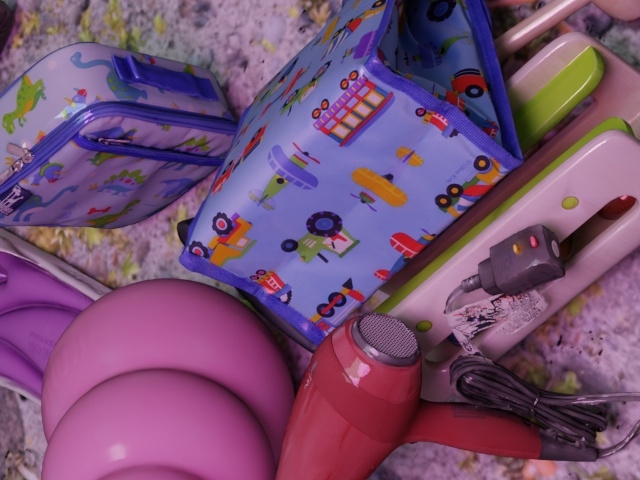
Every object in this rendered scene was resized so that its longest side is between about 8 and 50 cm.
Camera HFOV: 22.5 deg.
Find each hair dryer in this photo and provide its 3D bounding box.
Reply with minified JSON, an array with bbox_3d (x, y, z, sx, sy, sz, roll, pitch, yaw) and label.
[{"bbox_3d":[0.084,0.134,1.138,0.293,0.224,0.080,-26,31,14],"label":"hair dryer"}]

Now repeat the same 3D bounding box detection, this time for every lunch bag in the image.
[{"bbox_3d":[-0.179,-0.083,1.345,0.176,0.219,0.090,-35,70,25],"label":"lunch bag"},{"bbox_3d":[0.020,-0.108,1.213,0.221,0.138,0.293,-44,26,30],"label":"lunch bag"}]

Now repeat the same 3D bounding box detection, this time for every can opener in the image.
[{"bbox_3d":[-0.047,0.037,1.325,0.186,0.073,0.059,41,138,37],"label":"can opener"}]

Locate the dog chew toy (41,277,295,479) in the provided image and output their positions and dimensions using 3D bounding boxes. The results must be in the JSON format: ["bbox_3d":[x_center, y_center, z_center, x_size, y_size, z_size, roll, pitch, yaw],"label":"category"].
[{"bbox_3d":[-0.123,0.172,1.233,0.206,0.332,0.207,0,119,0],"label":"dog chew toy"}]

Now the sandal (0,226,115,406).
[{"bbox_3d":[-0.330,0.063,1.501,0.416,0.102,0.169,10,92,33],"label":"sandal"}]

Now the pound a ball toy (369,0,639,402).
[{"bbox_3d":[0.155,-0.046,1.200,0.319,0.135,0.208,-43,36,26],"label":"pound a ball toy"}]

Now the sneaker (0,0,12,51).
[{"bbox_3d":[-0.400,-0.185,1.573,0.227,0.087,0.130,-41,73,30],"label":"sneaker"}]
